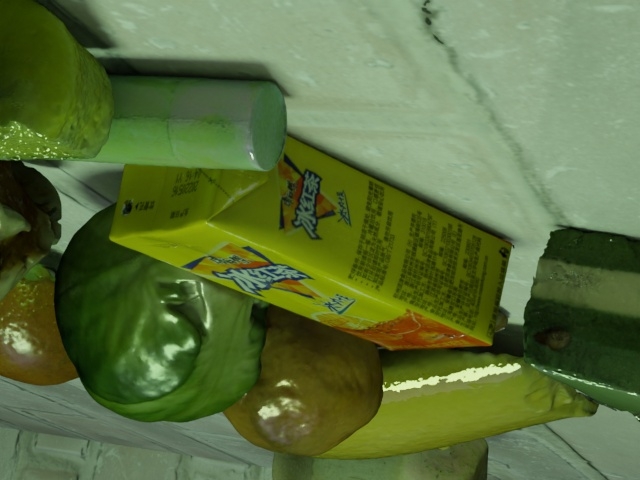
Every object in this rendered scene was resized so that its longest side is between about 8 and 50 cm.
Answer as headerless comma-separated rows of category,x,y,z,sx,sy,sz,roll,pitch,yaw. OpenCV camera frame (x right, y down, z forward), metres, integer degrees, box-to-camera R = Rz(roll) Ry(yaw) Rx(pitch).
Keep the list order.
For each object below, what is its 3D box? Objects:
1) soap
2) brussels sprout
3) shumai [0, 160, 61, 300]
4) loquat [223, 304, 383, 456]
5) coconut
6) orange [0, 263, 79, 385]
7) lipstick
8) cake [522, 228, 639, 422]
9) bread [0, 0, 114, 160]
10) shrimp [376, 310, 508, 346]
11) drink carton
soap,0.119,0.204,1.904,0.427,0.115,0.306,-15,161,22
brussels sprout,-0.150,0.056,1.481,0.210,0.219,0.271,2,151,-31
shumai,-0.373,0.016,1.397,0.262,0.314,0.267,0,-174,-22
loquat,-0.033,0.135,1.677,0.193,0.238,0.238,-41,142,16
coconut,0.082,0.387,2.333,0.352,0.353,0.352,11,165,3
orange,-0.368,0.102,1.892,0.179,0.158,0.237,-1,161,44
lipstick,-0.176,-0.098,1.184,0.304,0.076,0.076,4,163,23
cake,0.340,0.080,1.316,0.283,0.158,0.172,21,162,-21
bread,-0.221,-0.113,1.091,0.129,0.111,0.114,5,168,17
shrimp,0.116,0.097,1.750,0.236,0.053,0.133,-9,173,39
drink carton,0.000,0.000,1.347,0.351,0.111,0.154,24,160,-36
